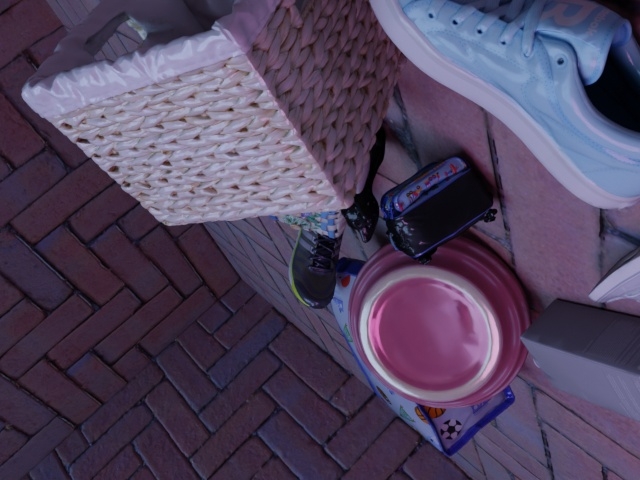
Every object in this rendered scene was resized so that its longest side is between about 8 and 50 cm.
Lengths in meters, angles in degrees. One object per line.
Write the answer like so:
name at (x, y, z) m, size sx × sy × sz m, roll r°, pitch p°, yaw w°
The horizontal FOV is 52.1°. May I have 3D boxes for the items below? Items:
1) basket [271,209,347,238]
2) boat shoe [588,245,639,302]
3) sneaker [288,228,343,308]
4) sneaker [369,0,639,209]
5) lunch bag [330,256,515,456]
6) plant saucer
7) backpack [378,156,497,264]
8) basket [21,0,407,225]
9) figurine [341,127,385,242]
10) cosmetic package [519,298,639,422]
basket at (-0.054, -0.146, 1.271) m, size 0.289 × 0.201 × 0.255 m, roll 34°, pitch 164°, yaw 12°
boat shoe at (0.395, 0.047, 0.802) m, size 0.063 × 0.066 × 0.184 m, roll 45°, pitch 156°, yaw 13°
sneaker at (0.000, 0.000, 1.426) m, size 0.111 × 0.300 × 0.121 m, roll 8°, pitch 159°, yaw -15°
sneaker at (0.206, -0.189, 0.606) m, size 0.366 × 0.135 × 0.150 m, roll 39°, pitch 158°, yaw -1°
lunch bag at (0.193, 0.208, 1.424) m, size 0.385 × 0.239 × 0.328 m, roll 57°, pitch 166°, yaw -15°
plant saucer at (0.197, 0.153, 1.155) m, size 0.332 × 0.332 × 0.084 m, roll 45°, pitch -154°, yaw 7°
backpack at (0.167, -0.049, 1.021) m, size 0.117 × 0.158 × 0.173 m, roll 57°, pitch 176°, yaw -6°
basket at (-0.109, -0.215, 0.814) m, size 0.331 × 0.328 × 0.266 m, roll -4°, pitch 138°, yaw 32°
figurine at (0.054, -0.134, 1.004) m, size 0.215 × 0.092 × 0.209 m, roll 72°, pitch -166°, yaw -57°
cosmetic package at (0.428, 0.178, 0.966) m, size 0.127 × 0.107 × 0.238 m, roll 53°, pitch 167°, yaw -20°
